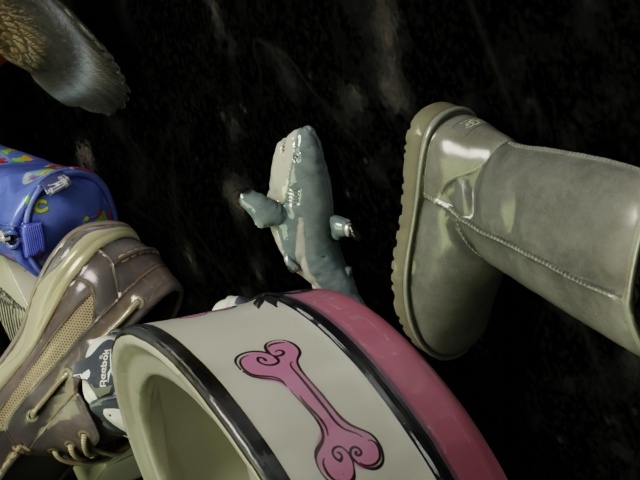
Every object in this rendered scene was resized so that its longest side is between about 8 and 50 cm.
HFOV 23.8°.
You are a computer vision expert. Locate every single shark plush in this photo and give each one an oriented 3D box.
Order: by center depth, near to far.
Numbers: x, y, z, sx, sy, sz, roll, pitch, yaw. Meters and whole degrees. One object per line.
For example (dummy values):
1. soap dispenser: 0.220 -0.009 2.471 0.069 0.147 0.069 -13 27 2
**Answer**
1. shark plush: 0.000 0.000 1.117 0.067 0.073 0.161 -26 79 32

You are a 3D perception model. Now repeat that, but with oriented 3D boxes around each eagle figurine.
1. eagle figurine: -0.324 -0.226 1.353 0.225 0.298 0.226 -7 86 48

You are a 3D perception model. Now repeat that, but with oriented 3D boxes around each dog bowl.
1. dog bowl: 0.011 0.214 1.078 0.408 0.150 0.408 51 158 31

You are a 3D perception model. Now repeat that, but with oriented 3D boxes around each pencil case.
1. pencil case: -0.347 -0.044 1.551 0.306 0.133 0.119 17 113 37

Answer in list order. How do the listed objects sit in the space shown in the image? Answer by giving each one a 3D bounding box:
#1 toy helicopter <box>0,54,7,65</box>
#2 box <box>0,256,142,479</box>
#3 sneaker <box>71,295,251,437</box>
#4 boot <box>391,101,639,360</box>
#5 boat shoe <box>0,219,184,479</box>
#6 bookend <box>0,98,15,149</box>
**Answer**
1. toy helicopter: -0.505 -0.248 1.700 0.355 0.140 0.235 -15 105 57
2. box: -0.258 0.124 1.618 0.275 0.094 0.113 60 150 18
3. sneaker: -0.141 0.114 1.325 0.235 0.153 0.094 110 172 -60
4. boot: 0.131 0.021 0.885 0.208 0.076 0.190 27 133 44
5. boat shoe: -0.244 0.157 1.458 0.130 0.132 0.355 33 107 26
6. bookend: -0.456 -0.120 1.747 0.157 0.156 0.072 23 128 56
